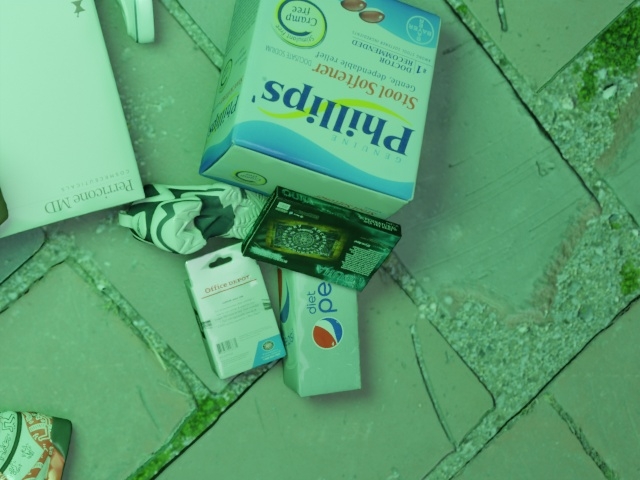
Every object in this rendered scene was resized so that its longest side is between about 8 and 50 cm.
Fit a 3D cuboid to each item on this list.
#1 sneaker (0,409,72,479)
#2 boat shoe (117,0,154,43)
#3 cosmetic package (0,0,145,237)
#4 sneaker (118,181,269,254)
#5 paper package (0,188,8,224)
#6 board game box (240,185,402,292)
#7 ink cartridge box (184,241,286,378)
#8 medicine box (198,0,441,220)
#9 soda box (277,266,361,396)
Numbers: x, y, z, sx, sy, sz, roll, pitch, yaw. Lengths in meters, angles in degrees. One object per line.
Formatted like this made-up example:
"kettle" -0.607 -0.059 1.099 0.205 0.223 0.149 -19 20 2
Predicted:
"sneaker" -0.430 0.356 1.730 0.145 0.090 0.270 14 61 -15
"boat shoe" -0.286 -0.385 1.730 0.084 0.095 0.258 -15 90 -10
"cosmetic package" -0.386 -0.214 1.679 0.217 0.156 0.385 -19 101 -15
"sneaker" -0.183 -0.044 1.798 0.235 0.153 0.094 -29 124 -48
"paper package" -0.581 -0.048 1.501 0.309 0.168 0.325 40 69 15
"board game box" 0.000 0.000 1.751 0.186 0.026 0.126 18 133 -18
"ink cartridge box" -0.128 0.095 1.843 0.104 0.060 0.180 -19 102 -13
"medicine box" 0.003 -0.197 1.752 0.263 0.149 0.289 17 68 -18
"soda box" -0.006 0.075 1.860 0.098 0.091 0.286 -6 99 -17
